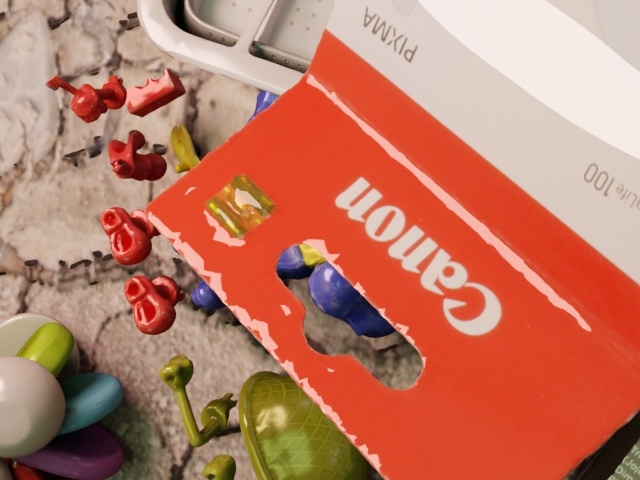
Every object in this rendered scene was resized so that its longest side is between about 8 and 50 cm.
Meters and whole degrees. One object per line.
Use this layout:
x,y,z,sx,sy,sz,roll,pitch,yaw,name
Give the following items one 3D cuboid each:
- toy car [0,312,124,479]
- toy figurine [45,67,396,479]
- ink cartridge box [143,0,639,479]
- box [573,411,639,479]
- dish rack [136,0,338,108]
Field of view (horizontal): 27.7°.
-0.220,0.154,0.989,0.136,0.159,0.182,30,99,-11,toy car
0.000,0.000,0.870,0.217,0.191,0.363,-27,75,15,toy figurine
0.111,-0.076,0.689,0.385,0.091,0.308,-41,55,-7,ink cartridge box
0.205,0.191,0.751,0.143,0.191,0.381,38,102,23,box
0.064,-0.222,0.866,0.285,0.072,0.333,21,77,16,dish rack
